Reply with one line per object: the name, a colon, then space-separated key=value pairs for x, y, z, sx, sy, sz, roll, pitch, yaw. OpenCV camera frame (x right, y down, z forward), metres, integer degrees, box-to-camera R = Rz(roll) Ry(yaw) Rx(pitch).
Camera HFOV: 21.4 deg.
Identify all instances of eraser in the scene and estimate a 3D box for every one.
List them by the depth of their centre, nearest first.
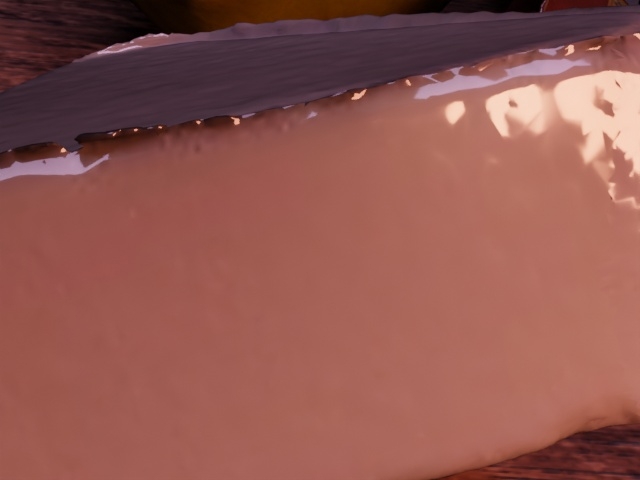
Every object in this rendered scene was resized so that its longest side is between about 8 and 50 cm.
eraser: x=0.000 y=0.000 z=0.654 sx=0.331 sy=0.150 sz=0.331 roll=-10 pitch=13 yaw=2

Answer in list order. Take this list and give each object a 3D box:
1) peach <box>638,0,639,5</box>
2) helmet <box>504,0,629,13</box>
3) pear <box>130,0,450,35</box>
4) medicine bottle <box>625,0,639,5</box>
peach: x=0.292 y=-0.117 z=0.978 sx=0.232 sy=0.257 sz=0.232 roll=31 pitch=39 yaw=-29
helmet: x=0.131 y=-0.071 z=0.937 sx=0.106 sy=0.155 sz=0.175 roll=32 pitch=38 yaw=-1
pear: x=-0.011 y=-0.231 z=1.030 sx=0.269 sy=0.269 sz=0.321 roll=23 pitch=20 yaw=23
medicine bottle: x=0.223 y=-0.291 z=1.201 sx=0.241 sy=0.241 sz=0.302 roll=1 pitch=32 yaw=-13
